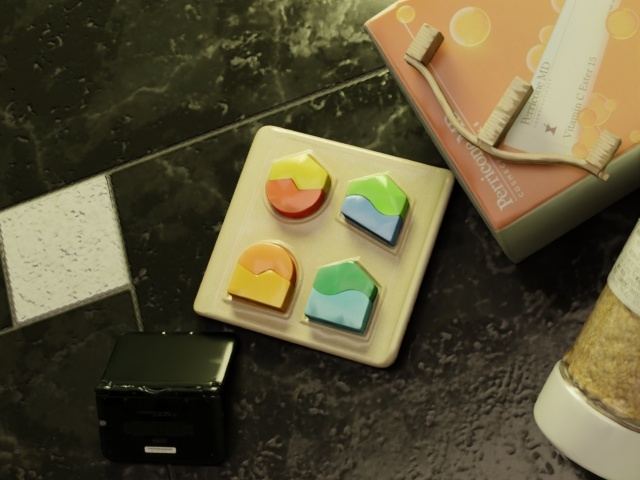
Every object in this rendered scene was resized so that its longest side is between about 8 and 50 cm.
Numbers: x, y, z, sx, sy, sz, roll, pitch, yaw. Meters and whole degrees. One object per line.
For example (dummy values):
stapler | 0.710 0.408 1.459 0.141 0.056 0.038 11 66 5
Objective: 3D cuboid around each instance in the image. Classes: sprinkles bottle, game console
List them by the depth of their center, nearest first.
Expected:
sprinkles bottle | 0.293 0.017 1.222 0.121 0.121 0.355 35 112 25
game console | -0.137 0.143 1.454 0.122 0.071 0.107 -1 101 18

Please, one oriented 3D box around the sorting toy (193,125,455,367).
sorting toy | 0.000 0.000 1.445 0.208 0.038 0.193 14 76 22

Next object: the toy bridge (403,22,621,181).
toy bridge | 0.145 -0.097 1.244 0.188 0.026 0.063 33 91 15

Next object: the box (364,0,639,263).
box | 0.246 -0.169 1.337 0.345 0.168 0.215 -33 76 5
